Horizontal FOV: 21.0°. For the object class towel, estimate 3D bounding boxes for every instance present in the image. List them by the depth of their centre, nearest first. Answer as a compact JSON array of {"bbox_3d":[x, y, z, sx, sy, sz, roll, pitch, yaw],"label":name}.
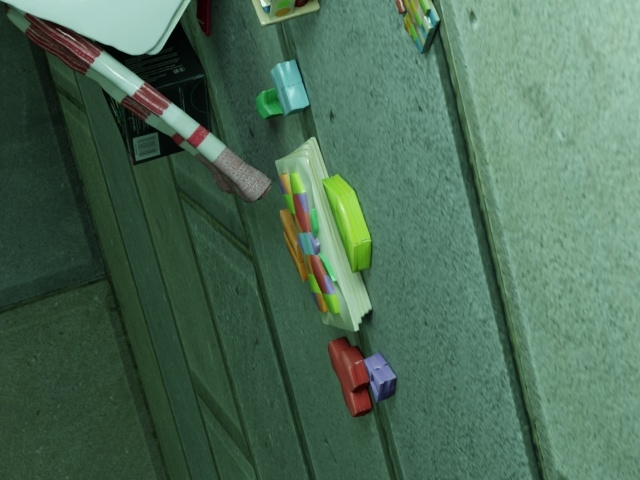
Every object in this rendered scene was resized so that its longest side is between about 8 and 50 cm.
[{"bbox_3d":[-0.197,-0.151,1.786,0.329,0.037,0.237,38,178,-9],"label":"towel"}]

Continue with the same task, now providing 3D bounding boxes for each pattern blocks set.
[{"bbox_3d":[0.000,0.000,1.624,0.285,0.026,0.325,122,130,-74],"label":"pattern blocks set"}]

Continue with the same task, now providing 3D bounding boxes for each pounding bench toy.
[{"bbox_3d":[-0.036,-0.227,1.401,0.065,0.052,0.083,106,144,-69],"label":"pounding bench toy"}]

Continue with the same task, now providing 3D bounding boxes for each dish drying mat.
[{"bbox_3d":[-0.127,-0.255,1.863,0.083,0.008,0.032,98,152,-64],"label":"dish drying mat"}]

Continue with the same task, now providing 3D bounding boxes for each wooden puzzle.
[{"bbox_3d":[0.065,-0.158,1.163,0.083,0.006,0.049,107,144,-69],"label":"wooden puzzle"}]

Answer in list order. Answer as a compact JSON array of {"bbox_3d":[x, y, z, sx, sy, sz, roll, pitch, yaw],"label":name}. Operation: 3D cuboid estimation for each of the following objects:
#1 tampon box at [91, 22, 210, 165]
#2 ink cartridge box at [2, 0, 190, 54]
[{"bbox_3d":[-0.208,-0.196,2.078,0.120,0.101,0.161,88,161,-49],"label":"tampon box"},{"bbox_3d":[-0.294,-0.383,1.713,0.166,0.285,0.395,-56,39,21],"label":"ink cartridge box"}]
